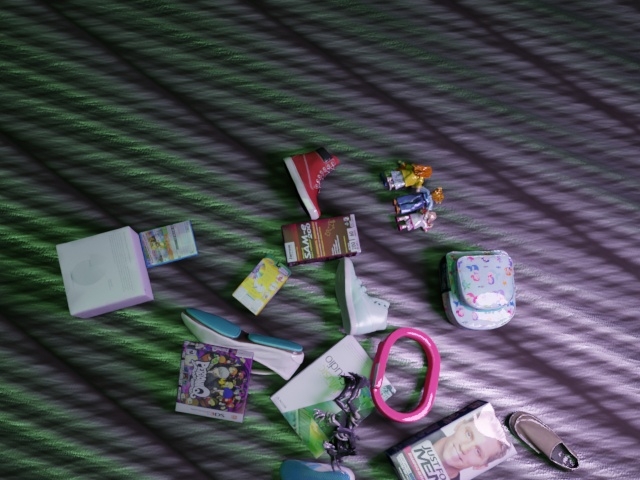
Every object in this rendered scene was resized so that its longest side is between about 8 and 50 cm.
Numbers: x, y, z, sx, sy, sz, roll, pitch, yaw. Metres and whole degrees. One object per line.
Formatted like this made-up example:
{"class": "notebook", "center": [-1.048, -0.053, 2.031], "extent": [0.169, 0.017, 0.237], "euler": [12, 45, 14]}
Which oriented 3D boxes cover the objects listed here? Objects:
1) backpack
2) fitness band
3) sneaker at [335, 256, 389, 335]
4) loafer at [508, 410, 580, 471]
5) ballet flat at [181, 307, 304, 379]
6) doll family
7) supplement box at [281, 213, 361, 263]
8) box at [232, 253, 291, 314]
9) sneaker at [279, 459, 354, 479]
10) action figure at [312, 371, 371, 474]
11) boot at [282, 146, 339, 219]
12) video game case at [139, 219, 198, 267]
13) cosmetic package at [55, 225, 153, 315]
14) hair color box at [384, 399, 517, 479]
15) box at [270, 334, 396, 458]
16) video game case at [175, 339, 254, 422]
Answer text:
{"class": "backpack", "center": [0.498, 0.157, 1.901], "extent": [0.225, 0.191, 0.253], "euler": [-1, 83, -4]}
{"class": "fitness band", "center": [0.262, 0.412, 1.861], "extent": [0.209, 0.054, 0.290], "euler": [23, 65, -12]}
{"class": "sneaker", "center": [0.136, 0.175, 1.928], "extent": [0.151, 0.094, 0.255], "euler": [0, 68, -21]}
{"class": "loafer", "center": [0.697, 0.616, 1.858], "extent": [0.251, 0.087, 0.094], "euler": [36, 79, 4]}
{"class": "ballet flat", "center": [-0.253, 0.330, 1.858], "extent": [0.401, 0.139, 0.139], "euler": [19, 78, 0]}
{"class": "doll family", "center": [0.311, -0.158, 1.982], "extent": [0.163, 0.118, 0.262], "euler": [-16, 79, -6]}
{"class": "supplement box", "center": [0.000, 0.000, 1.957], "extent": [0.240, 0.073, 0.130], "euler": [-10, 79, -4]}
{"class": "box", "center": [-0.186, 0.139, 1.935], "extent": [0.105, 0.043, 0.179], "euler": [40, 82, 6]}
{"class": "sneaker", "center": [-0.011, 0.706, 1.808], "extent": [0.229, 0.092, 0.087], "euler": [5, 80, 18]}
{"class": "action figure", "center": [0.052, 0.523, 1.756], "extent": [0.141, 0.164, 0.275], "euler": [25, 68, -19]}
{"class": "boot", "center": [-0.003, -0.194, 1.978], "extent": [0.176, 0.088, 0.244], "euler": [-18, 66, -9]}
{"class": "video game case", "center": [-0.491, 0.011, 1.959], "extent": [0.167, 0.015, 0.119], "euler": [-15, 80, -6]}
{"class": "cosmetic package", "center": [-0.660, 0.100, 1.868], "extent": [0.225, 0.138, 0.223], "euler": [-15, 79, -5]}
{"class": "hair color box", "center": [0.391, 0.640, 1.829], "extent": [0.348, 0.105, 0.173], "euler": [-26, 81, -8]}
{"class": "box", "center": [0.038, 0.475, 1.868], "extent": [0.322, 0.058, 0.232], "euler": [-38, 83, -9]}
{"class": "video game case", "center": [-0.319, 0.424, 1.813], "extent": [0.211, 0.042, 0.231], "euler": [11, 109, -1]}
